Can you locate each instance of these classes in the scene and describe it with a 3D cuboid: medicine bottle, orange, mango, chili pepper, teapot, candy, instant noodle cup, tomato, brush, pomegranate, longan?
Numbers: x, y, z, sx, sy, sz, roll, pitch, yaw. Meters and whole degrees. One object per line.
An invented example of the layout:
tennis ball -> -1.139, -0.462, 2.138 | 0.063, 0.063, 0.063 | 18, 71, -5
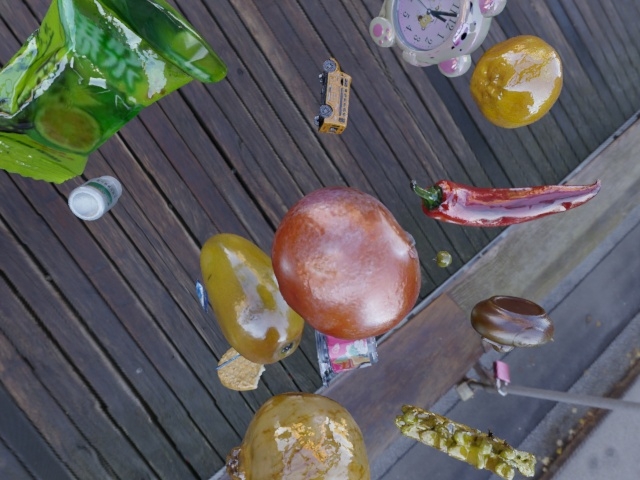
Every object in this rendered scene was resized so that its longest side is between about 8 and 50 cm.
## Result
medicine bottle -> -0.528, -0.106, 1.005 | 0.080, 0.130, 0.080 | -1, 114, -2
orange -> 0.341, -0.279, 0.755 | 0.136, 0.159, 0.159 | -13, 89, -27
mango -> -0.156, 0.119, 0.930 | 0.173, 0.211, 0.317 | -30, 85, -30
chili pepper -> 0.340, -0.085, 0.843 | 0.368, 0.137, 0.092 | -2, 59, -6
teapot -> 0.281, 0.129, 0.620 | 0.129, 0.098, 0.078 | 4, 109, -15
candy -> -0.485, 0.234, 1.749 | 0.038, 0.088, 0.136 | -15, 66, -13
instant noodle cup -> 0.093, 0.332, 1.425 | 0.182, 0.258, 0.302 | -9, 62, 9
candy -> -0.219, -0.133, 0.372 | 0.246, 0.149, 0.069 | -32, 64, 16
tomato -> 0.028, 0.032, 0.604 | 0.188, 0.232, 0.232 | -42, 99, -6
brush -> -0.301, 0.414, 1.502 | 0.164, 0.051, 0.014 | -32, 69, 2
pomegranate -> -0.038, 0.376, 0.696 | 0.248, 0.248, 0.248 | 2, 84, -18
longan -> 0.544, 0.082, 1.894 | 0.083, 0.075, 0.075 | 2, 84, 6

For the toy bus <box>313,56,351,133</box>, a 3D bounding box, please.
toy bus -> 0.037, -0.401, 1.181 | 0.088, 0.083, 0.194 | 6, 83, -12

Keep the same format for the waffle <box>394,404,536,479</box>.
waffle -> 0.281, 0.394, 0.850 | 0.293, 0.260, 0.069 | 41, 65, -50

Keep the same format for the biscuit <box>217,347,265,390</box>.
biscuit -> -0.303, 0.470, 1.666 | 0.205, 0.309, 0.040 | -10, 112, 11

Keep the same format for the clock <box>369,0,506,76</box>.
clock -> 0.306, -0.612, 1.136 | 0.309, 0.284, 0.114 | 42, 44, 18
